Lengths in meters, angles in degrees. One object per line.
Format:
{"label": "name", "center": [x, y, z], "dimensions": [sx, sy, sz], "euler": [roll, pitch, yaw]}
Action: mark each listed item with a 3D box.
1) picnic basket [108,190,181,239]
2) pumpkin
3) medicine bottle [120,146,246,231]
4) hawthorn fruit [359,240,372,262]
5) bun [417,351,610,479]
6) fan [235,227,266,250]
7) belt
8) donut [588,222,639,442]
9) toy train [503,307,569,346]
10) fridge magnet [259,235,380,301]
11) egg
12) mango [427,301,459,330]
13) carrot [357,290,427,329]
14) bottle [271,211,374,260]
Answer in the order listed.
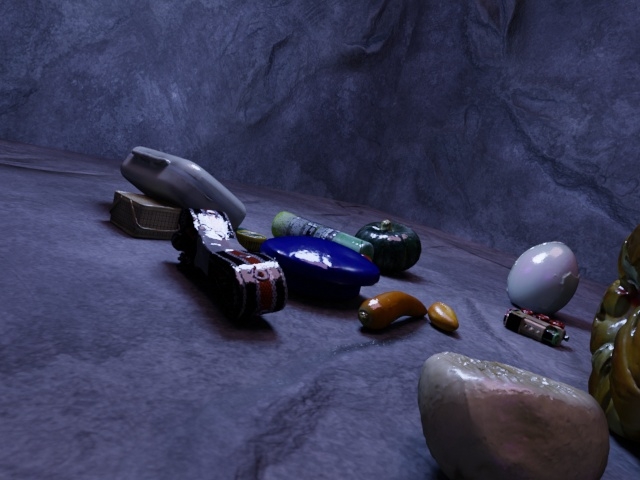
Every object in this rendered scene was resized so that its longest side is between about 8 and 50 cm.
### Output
{"label": "picnic basket", "center": [-0.427, -0.062, 1.208], "dimensions": [0.164, 0.079, 0.115], "euler": [22, 12, 40]}
{"label": "pumpkin", "center": [0.197, 0.013, 1.495], "dimensions": [0.212, 0.151, 0.211], "euler": [9, 8, -1]}
{"label": "medicine bottle", "center": [-0.383, -0.136, 1.368], "dimensions": [0.375, 0.122, 0.282], "euler": [20, -16, 45]}
{"label": "hawthorn fruit", "center": [0.103, 0.053, 1.271], "dimensions": [0.067, 0.103, 0.067], "euler": [-6, 14, 1]}
{"label": "bun", "center": [0.179, 0.191, 0.506], "dimensions": [0.179, 0.127, 0.193], "euler": [14, -2, -6]}
{"label": "fan", "center": [-0.199, -0.006, 1.352], "dimensions": [0.082, 0.039, 0.155], "euler": [10, 9, -23]}
{"label": "belt", "center": [-0.174, 0.034, 0.892], "dimensions": [0.094, 0.126, 0.360], "euler": [6, 13, -35]}
{"label": "donut", "center": [0.495, 0.116, 0.704], "dimensions": [0.170, 0.359, 0.360], "euler": [15, 9, 18]}
{"label": "toy train", "center": [0.502, 0.202, 1.159], "dimensions": [0.087, 0.050, 0.138], "euler": [-1, 19, -45]}
{"label": "fridge magnet", "center": [-0.003, 0.053, 1.069], "dimensions": [0.266, 0.112, 0.265], "euler": [15, 9, -2]}
{"label": "egg", "center": [0.653, 0.104, 1.450], "dimensions": [0.183, 0.217, 0.183], "euler": [17, 10, -3]}
{"label": "mango", "center": [0.258, 0.161, 1.034], "dimensions": [0.060, 0.046, 0.089], "euler": [11, 14, -22]}
{"label": "carrot", "center": [0.156, 0.131, 0.981], "dimensions": [0.062, 0.066, 0.271], "euler": [-28, -15, 33]}
{"label": "bottle", "center": [0.000, 0.000, 1.455], "dimensions": [0.330, 0.093, 0.093], "euler": [22, 12, 37]}
